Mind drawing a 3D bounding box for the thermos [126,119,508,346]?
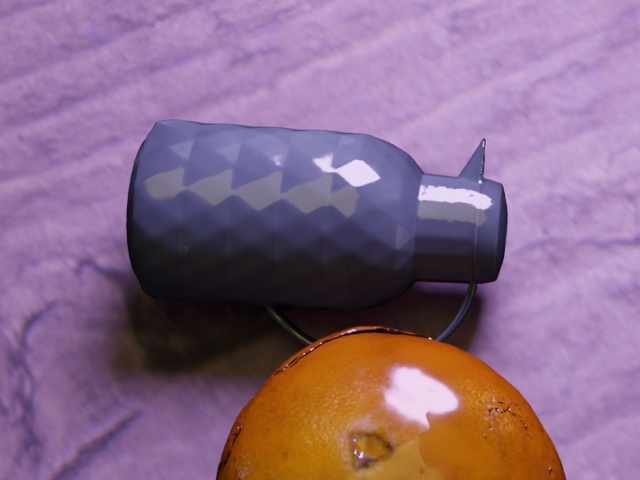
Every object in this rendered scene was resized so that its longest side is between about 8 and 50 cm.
[{"bbox_3d":[0.000,0.000,1.201,0.286,0.145,0.182,6,89,10],"label":"thermos"}]

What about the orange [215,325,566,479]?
[{"bbox_3d":[0.045,0.180,1.023,0.240,0.240,0.240,-3,56,5],"label":"orange"}]
